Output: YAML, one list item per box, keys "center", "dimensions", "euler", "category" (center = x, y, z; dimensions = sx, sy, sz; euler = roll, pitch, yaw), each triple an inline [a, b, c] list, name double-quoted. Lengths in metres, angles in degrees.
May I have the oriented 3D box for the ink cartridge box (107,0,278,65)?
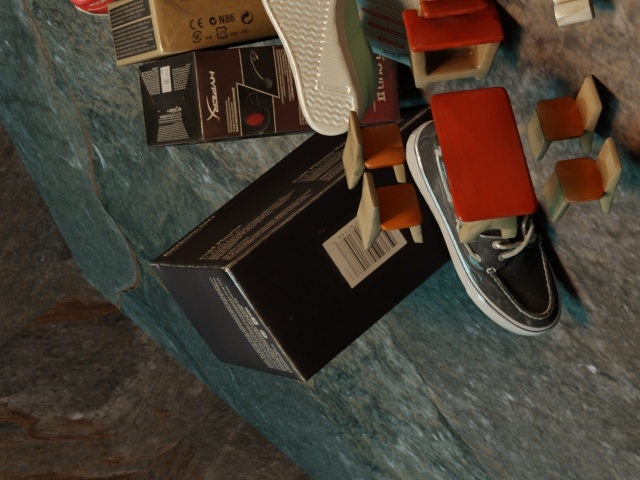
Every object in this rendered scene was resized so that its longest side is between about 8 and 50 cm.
- center: [-0.129, -0.284, 1.979]
  dimensions: [0.193, 0.234, 0.088]
  euler: [5, 107, 65]
  category: "ink cartridge box"

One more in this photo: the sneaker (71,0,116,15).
- center: [-0.229, -0.401, 1.993]
  dimensions: [0.107, 0.279, 0.118]
  euler: [39, -162, 18]
  category: "sneaker"

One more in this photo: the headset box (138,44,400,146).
- center: [-0.052, -0.186, 1.967]
  dimensions: [0.218, 0.293, 0.110]
  euler: [-177, 81, -65]
  category: "headset box"

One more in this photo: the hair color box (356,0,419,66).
- center: [0.090, -0.267, 1.747]
  dimensions: [0.093, 0.053, 0.167]
  euler: [22, 152, 14]
  category: "hair color box"

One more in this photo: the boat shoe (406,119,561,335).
- center: [0.213, -0.015, 1.904]
  dimensions: [0.301, 0.108, 0.102]
  euler: [62, 162, -8]
  category: "boat shoe"

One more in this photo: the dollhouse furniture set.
- center: [0.154, -0.134, 1.609]
  dimensions: [0.135, 0.262, 0.259]
  euler: [94, 166, -61]
  category: "dollhouse furniture set"

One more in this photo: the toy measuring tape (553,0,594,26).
- center: [0.178, -0.308, 1.387]
  dimensions: [0.121, 0.121, 0.330]
  euler: [28, 150, 51]
  category: "toy measuring tape"

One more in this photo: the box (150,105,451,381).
- center: [0.000, 0.000, 2.048]
  dimensions: [0.179, 0.343, 0.312]
  euler: [56, 162, -15]
  category: "box"

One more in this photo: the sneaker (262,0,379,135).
- center: [0.001, -0.247, 1.718]
  dimensions: [0.151, 0.094, 0.256]
  euler: [-43, -57, -74]
  category: "sneaker"
